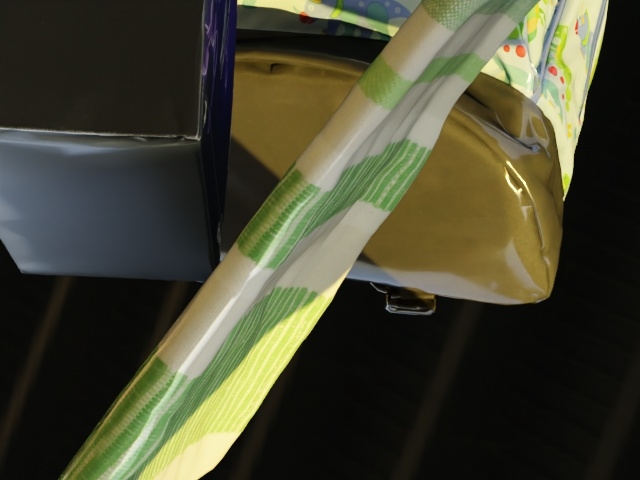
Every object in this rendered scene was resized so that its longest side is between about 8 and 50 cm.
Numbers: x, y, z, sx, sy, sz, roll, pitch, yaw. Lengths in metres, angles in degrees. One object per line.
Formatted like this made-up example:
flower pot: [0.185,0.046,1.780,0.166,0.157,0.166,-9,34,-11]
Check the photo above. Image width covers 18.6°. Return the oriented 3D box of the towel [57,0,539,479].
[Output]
towel: [0.000,0.000,0.778,0.038,0.248,0.325,39,-76,4]

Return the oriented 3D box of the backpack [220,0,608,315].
backpack: [0.044,-0.164,1.144,0.290,0.273,0.355,10,-141,21]

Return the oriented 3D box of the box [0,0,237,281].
box: [-0.087,-0.096,0.813,0.261,0.103,0.184,98,-2,-78]
